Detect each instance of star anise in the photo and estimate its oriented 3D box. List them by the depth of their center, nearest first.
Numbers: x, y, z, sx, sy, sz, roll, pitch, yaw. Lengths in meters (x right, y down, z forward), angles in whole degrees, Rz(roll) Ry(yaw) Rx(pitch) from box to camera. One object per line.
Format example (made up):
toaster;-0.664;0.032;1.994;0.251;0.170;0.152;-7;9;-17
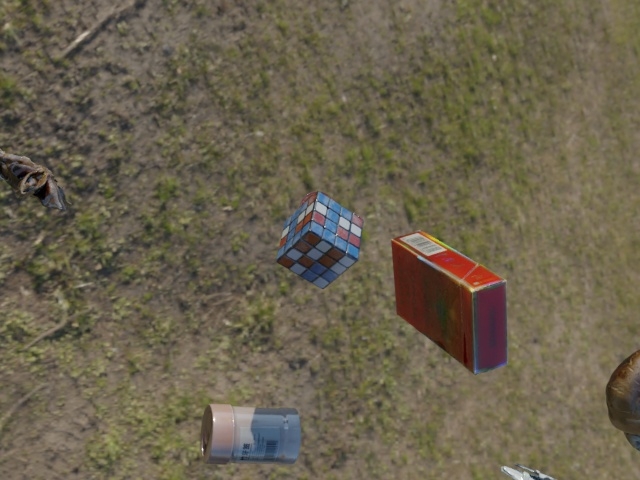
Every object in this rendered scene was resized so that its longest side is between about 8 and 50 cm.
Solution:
star anise;-0.391;-0.073;1.146;0.056;0.124;0.129;-50;149;2

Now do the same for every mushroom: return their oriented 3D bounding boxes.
mushroom;0.456;0.223;1.136;0.080;0.135;0.170;-111;-163;-55

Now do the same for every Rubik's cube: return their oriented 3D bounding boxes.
Rubik's cube;0.000;0.000;1.249;0.092;0.092;0.092;31;42;-20

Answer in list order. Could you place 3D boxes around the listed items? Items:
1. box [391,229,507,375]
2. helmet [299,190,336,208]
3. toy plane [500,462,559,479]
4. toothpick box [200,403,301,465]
box;0.150;0.068;0.965;0.048;0.175;0.112;-16;117;-21
helmet;0.011;-0.039;1.545;0.089;0.057;0.111;-15;99;-32
toy plane;0.199;0.372;0.906;0.182;0.107;0.273;13;32;-12
toothpick box;-0.117;0.325;1.371;0.149;0.098;0.098;6;72;-18
